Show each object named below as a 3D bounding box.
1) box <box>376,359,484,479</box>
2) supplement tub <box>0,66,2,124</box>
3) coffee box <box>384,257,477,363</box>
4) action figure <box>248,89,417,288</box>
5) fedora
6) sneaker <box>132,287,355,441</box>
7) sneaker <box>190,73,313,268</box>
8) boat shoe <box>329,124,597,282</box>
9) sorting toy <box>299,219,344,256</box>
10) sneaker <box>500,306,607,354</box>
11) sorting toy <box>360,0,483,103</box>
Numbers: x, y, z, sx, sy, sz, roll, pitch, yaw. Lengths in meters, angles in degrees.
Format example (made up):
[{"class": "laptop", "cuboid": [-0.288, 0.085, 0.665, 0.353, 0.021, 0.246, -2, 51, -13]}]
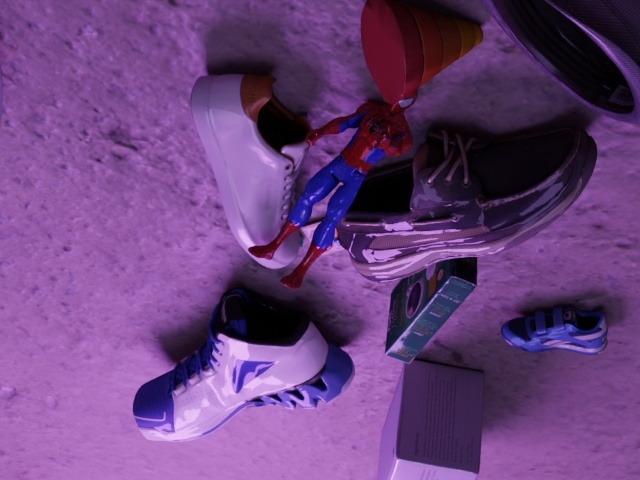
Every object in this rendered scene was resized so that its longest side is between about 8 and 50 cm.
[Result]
[{"class": "box", "cuboid": [0.151, 0.296, 2.144, 0.119, 0.182, 0.181, 11, 137, -2]}, {"class": "supplement tub", "cuboid": [-0.561, -0.170, 1.763, 0.331, 0.241, 0.241, 3, 136, 9]}, {"class": "coffee box", "cuboid": [0.143, 0.064, 1.958, 0.040, 0.113, 0.184, 21, 134, -15]}, {"class": "action figure", "cuboid": [0.013, -0.074, 1.778, 0.091, 0.139, 0.280, 42, 102, 19]}, {"class": "fedora", "cuboid": [0.279, -0.241, 1.560, 0.124, 0.243, 0.275, -50, 133, -3]}, {"class": "sneaker", "cuboid": [-0.129, 0.156, 2.113, 0.315, 0.127, 0.182, -16, 127, 17]}, {"class": "sneaker", "cuboid": [-0.057, -0.078, 1.853, 0.123, 0.106, 0.290, -5, 133, 19]}, {"class": "boat shoe", "cuboid": [0.157, -0.056, 1.816, 0.355, 0.132, 0.130, -24, 126, 30]}, {"class": "sorting toy", "cuboid": [0.000, 0.000, 1.990, 0.083, 0.012, 0.062, -16, 130, 26]}, {"class": "sneaker", "cuboid": [0.312, 0.114, 2.019, 0.144, 0.053, 0.059, 0, 137, -1]}, {"class": "sorting toy", "cuboid": [0.134, -0.308, 1.605, 0.126, 0.127, 0.366, -12, 137, -19]}]
